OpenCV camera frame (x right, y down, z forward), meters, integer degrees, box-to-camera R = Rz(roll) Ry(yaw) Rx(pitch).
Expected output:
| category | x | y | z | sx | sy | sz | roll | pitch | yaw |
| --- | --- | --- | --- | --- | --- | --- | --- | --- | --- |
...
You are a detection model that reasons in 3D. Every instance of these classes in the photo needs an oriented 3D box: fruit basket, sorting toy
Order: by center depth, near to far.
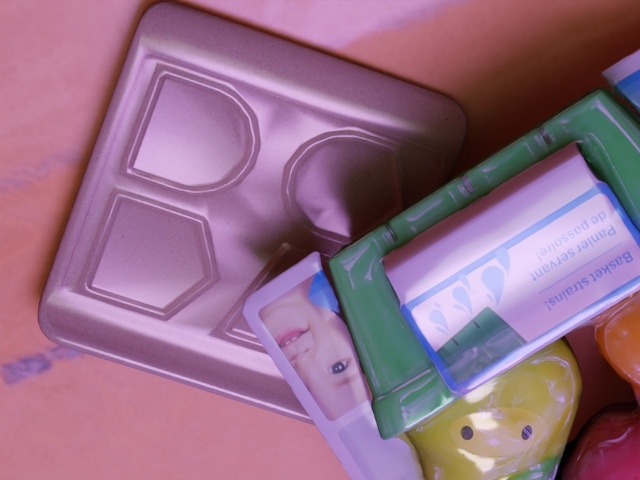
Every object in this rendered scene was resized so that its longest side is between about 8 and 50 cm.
| category | x | y | z | sx | sy | sz | roll | pitch | yaw |
| --- | --- | --- | --- | --- | --- | --- | --- | --- | --- |
| fruit basket | 0.175 | 0.101 | 1.112 | 0.327 | 0.165 | 0.353 | -32 | 84 | 9 |
| sorting toy | 0.000 | 0.000 | 1.213 | 0.307 | 0.041 | 0.229 | 18 | 108 | -10 |

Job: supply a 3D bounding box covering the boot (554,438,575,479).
| category | x | y | z | sx | sy | sz | roll | pitch | yaw |
| --- | --- | --- | --- | --- | --- | --- | --- | --- | --- |
| boot | 0.272 | 0.086 | 1.227 | 0.246 | 0.094 | 0.207 | 2 | 116 | -6 |
